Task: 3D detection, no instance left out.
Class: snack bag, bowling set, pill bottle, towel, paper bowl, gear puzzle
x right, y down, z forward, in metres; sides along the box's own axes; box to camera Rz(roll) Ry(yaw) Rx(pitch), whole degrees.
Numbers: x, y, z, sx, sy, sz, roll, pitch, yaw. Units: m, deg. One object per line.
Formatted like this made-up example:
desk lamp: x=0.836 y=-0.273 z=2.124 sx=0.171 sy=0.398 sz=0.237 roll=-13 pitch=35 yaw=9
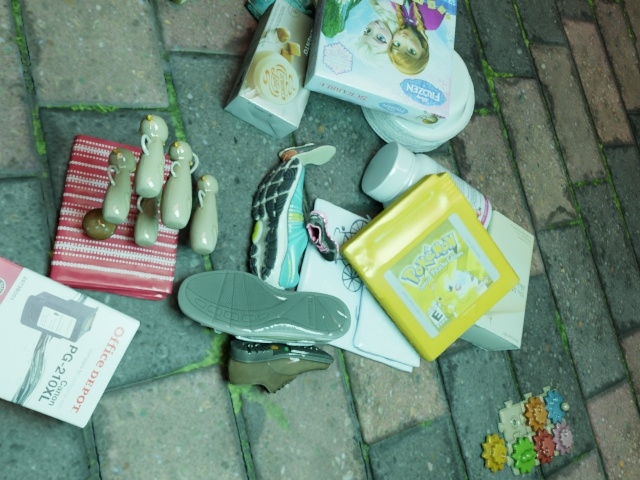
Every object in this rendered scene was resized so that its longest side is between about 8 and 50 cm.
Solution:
snack bag: x=0.101 y=0.091 z=1.152 sx=0.342 sy=0.037 sz=0.324 roll=23 pitch=66 yaw=-24
bowling set: x=-0.294 y=-0.087 z=0.847 sx=0.199 sy=0.287 sz=0.154 roll=-4 pitch=66 yaw=5
pill bottle: x=0.247 y=-0.102 z=1.218 sx=0.282 sy=0.160 sz=0.161 roll=29 pitch=63 yaw=-22
towel: x=-0.349 y=-0.040 z=0.917 sx=0.198 sy=0.031 sz=0.275 roll=11 pitch=70 yaw=-27
paper bowl: x=0.247 y=-0.372 z=1.273 sx=0.283 sy=0.148 sz=0.285 roll=4 pitch=79 yaw=-18
gear puzzle: x=0.521 y=0.481 z=1.294 sx=0.338 sy=0.044 sz=0.176 roll=-5 pitch=80 yaw=-32

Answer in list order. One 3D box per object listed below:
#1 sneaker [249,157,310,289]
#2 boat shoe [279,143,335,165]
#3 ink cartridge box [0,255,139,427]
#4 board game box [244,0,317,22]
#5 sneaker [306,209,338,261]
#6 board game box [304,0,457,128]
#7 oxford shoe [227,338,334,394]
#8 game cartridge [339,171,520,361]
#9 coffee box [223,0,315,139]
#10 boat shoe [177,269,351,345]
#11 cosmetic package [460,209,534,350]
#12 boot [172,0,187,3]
sneaker: x=-0.075 y=-0.034 z=1.059 sx=0.109 sy=0.106 sz=0.276 roll=25 pitch=68 yaw=-46
boat shoe: x=-0.027 y=-0.192 z=1.147 sx=0.136 sy=0.049 sz=0.043 roll=-20 pitch=48 yaw=-33
ink cartridge box: x=-0.418 y=0.147 z=0.770 sx=0.237 sy=0.100 sz=0.172 roll=31 pitch=72 yaw=-21
board game box: x=-0.076 y=-0.549 z=1.225 sx=0.126 sy=0.026 sz=0.186 roll=47 pitch=58 yaw=-12
sneaker: x=0.000 y=0.000 z=1.057 sx=0.120 sy=0.047 sz=0.057 roll=67 pitch=29 yaw=-26
board game box: x=0.141 y=-0.437 z=1.128 sx=0.318 sy=0.066 sz=0.319 roll=11 pitch=76 yaw=-19
oxford shoe: x=-0.076 y=0.240 z=0.990 sx=0.227 sy=0.082 sz=0.096 roll=8 pitch=97 yaw=-32
game cartridge: x=0.243 y=0.053 z=1.122 sx=0.285 sy=0.052 sz=0.324 roll=-40 pitch=105 yaw=-7
coffee box: x=-0.089 y=-0.363 z=1.107 sx=0.141 sy=0.098 sz=0.247 roll=26 pitch=72 yaw=-24
boat shoe: x=-0.105 y=0.138 z=0.964 sx=0.320 sy=0.103 sz=0.118 roll=10 pitch=55 yaw=-17
cosmetic package: x=0.426 y=0.101 z=1.302 sx=0.160 sy=0.113 sz=0.310 roll=27 pitch=63 yaw=-23
boot: x=-0.266 y=-0.628 z=1.094 sx=0.203 sy=0.095 sz=0.262 roll=-21 pitch=84 yaw=-35
